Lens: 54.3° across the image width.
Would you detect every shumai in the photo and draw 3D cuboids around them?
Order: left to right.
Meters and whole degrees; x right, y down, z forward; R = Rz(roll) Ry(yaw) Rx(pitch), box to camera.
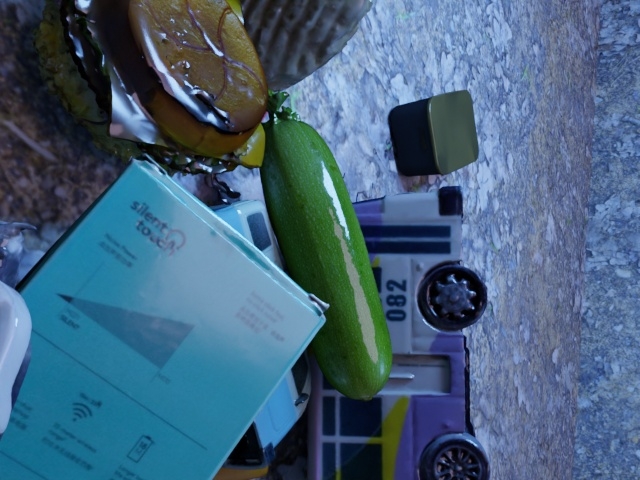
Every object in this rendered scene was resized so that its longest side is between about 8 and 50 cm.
[{"bbox_3d":[-0.058,-0.349,0.789,0.262,0.266,0.314,-78,-176,-70],"label":"shumai"}]

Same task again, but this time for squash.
[{"bbox_3d":[0.000,0.000,0.721,0.101,0.101,0.379,-7,77,-54],"label":"squash"}]

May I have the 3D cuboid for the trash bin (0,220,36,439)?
[{"bbox_3d":[-0.298,0.046,0.215,0.368,0.255,0.296,87,15,-65],"label":"trash bin"}]

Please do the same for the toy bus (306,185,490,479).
[{"bbox_3d":[0.091,0.154,0.853,0.209,0.249,0.440,27,63,-81],"label":"toy bus"}]

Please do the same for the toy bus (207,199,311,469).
[{"bbox_3d":[-0.103,0.095,0.695,0.164,0.133,0.272,-31,110,-55],"label":"toy bus"}]

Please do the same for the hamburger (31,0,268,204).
[{"bbox_3d":[-0.156,-0.160,0.603,0.243,0.138,0.262,10,62,-57],"label":"hamburger"}]

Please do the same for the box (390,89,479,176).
[{"bbox_3d":[0.219,-0.203,1.190,0.201,0.090,0.145,-28,109,-51],"label":"box"}]

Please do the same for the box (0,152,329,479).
[{"bbox_3d":[-0.169,0.116,0.491,0.205,0.118,0.311,41,75,-21],"label":"box"}]

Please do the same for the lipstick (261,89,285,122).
[{"bbox_3d":[-0.046,-0.263,0.868,0.051,0.051,0.312,52,49,-42],"label":"lipstick"}]

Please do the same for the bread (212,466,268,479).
[{"bbox_3d":[-0.114,0.257,0.744,0.062,0.103,0.049,-120,-154,-71],"label":"bread"}]
